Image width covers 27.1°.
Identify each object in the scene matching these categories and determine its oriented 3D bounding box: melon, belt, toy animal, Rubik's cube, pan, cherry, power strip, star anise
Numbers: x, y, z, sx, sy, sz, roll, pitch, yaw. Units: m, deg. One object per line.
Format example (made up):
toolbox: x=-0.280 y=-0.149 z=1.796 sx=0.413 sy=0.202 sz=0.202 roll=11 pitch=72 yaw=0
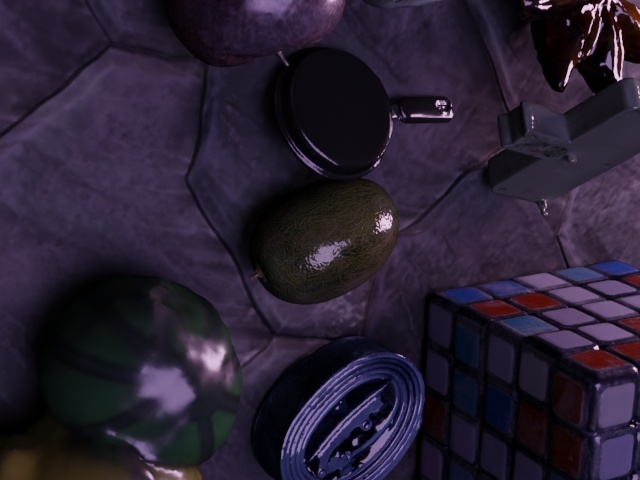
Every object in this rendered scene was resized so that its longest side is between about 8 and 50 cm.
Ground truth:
melon: x=0.000 y=0.000 z=1.297 sx=0.167 sy=0.114 sz=0.114 roll=-27 pitch=118 yaw=-21
belt: x=0.022 y=0.185 z=1.389 sx=0.190 sy=0.082 sz=0.141 roll=-44 pitch=120 yaw=-11
toy animal: x=-0.181 y=0.200 z=1.200 sx=0.216 sy=0.191 sz=0.338 roll=19 pitch=95 yaw=-34
Rubik's cube: x=0.299 y=0.207 z=1.445 sx=0.293 sy=0.292 sz=0.287 roll=-7 pitch=108 yaw=-28
pan: x=0.054 y=-0.130 z=1.317 sx=0.235 sy=0.028 sz=0.136 roll=-8 pitch=81 yaw=-40
cherry: x=-0.056 y=-0.238 z=1.169 sx=0.176 sy=0.140 sz=0.176 roll=-3 pitch=101 yaw=-17
power strip: x=0.250 y=-0.099 z=1.369 sx=0.145 sy=0.215 sz=0.061 roll=12 pitch=61 yaw=-32
star anise: x=0.264 y=-0.255 z=1.400 sx=0.272 sy=0.102 sz=0.272 roll=12 pitch=72 yaw=-42

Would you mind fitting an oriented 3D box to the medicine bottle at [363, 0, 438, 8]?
medicine bottle: x=0.089 y=-0.302 z=1.233 sx=0.147 sy=0.147 sz=0.143 roll=-30 pitch=120 yaw=-21
